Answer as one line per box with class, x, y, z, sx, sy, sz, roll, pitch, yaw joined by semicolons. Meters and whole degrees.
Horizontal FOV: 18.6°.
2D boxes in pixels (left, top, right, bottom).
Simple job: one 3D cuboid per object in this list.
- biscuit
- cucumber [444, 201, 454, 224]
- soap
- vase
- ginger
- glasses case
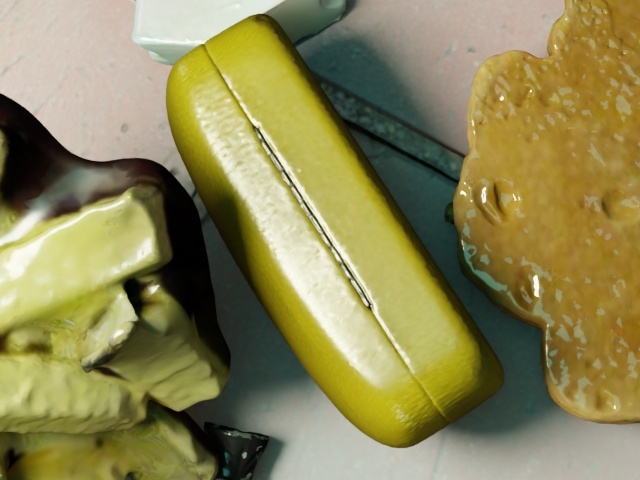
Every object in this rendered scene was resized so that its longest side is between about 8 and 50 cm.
biscuit;0.241;-0.037;1.604;0.269;0.051;0.376;-2;83;-4
cucumber;0.170;-0.010;1.639;0.135;0.034;0.033;17;74;0
soap;-0.060;-0.297;1.683;0.173;0.095;0.289;4;84;11
vase;-0.089;0.240;1.643;0.059;0.059;0.167;12;86;11
ginger;-0.241;0.120;1.479;0.358;0.211;0.413;17;125;-5
glasses case;0.000;0.000;1.597;0.141;0.173;0.371;-33;77;4
